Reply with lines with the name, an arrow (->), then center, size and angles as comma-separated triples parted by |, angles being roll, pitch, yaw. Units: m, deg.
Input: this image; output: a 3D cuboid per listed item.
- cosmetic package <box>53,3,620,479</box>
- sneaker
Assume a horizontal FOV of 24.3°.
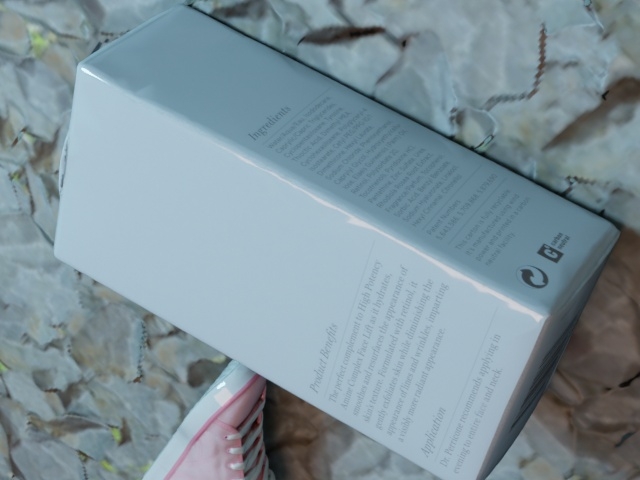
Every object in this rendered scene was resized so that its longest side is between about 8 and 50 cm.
cosmetic package -> 0.000, 0.000, 0.662 | 0.231, 0.085, 0.117 | 30, 131, 15
sneaker -> -0.043, 0.112, 0.787 | 0.070, 0.051, 0.134 | 39, 136, 3
